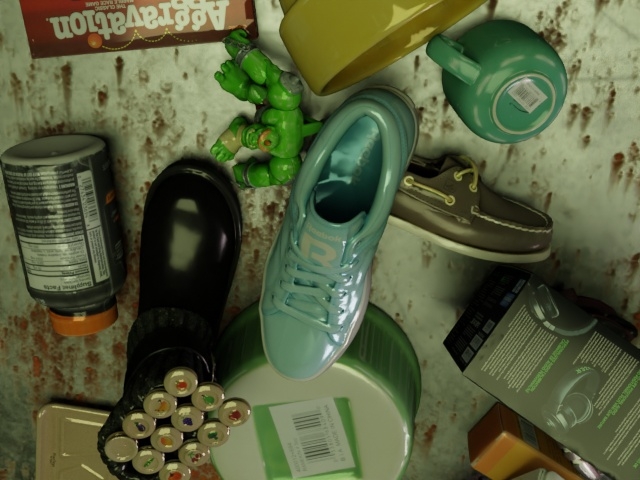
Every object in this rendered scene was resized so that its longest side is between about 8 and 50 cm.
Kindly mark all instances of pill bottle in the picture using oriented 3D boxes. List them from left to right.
[{"bbox_3d":[-0.321,-0.003,1.101,0.131,0.130,0.245,-2,112,5],"label":"pill bottle"}]

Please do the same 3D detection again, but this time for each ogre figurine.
[{"bbox_3d":[-0.067,-0.144,1.031,0.118,0.097,0.197,23,107,37],"label":"ogre figurine"}]

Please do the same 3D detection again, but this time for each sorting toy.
[{"bbox_3d":[-0.319,0.334,1.293,0.208,0.038,0.193,7,113,-4],"label":"sorting toy"}]

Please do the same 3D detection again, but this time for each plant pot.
[{"bbox_3d":[0.042,-0.316,0.898,0.254,0.254,0.239,-30,91,15],"label":"plant pot"}]

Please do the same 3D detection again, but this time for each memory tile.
[{"bbox_3d":[-0.161,0.212,0.968,0.113,0.012,0.148,36,107,-23],"label":"memory tile"}]

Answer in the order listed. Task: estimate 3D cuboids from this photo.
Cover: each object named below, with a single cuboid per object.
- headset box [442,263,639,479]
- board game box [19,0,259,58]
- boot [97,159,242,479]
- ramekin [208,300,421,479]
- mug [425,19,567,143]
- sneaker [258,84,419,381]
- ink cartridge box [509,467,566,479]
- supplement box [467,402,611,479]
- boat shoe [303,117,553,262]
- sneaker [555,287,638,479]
[{"bbox_3d":[0.298,0.162,0.975,0.283,0.246,0.131,35,93,3],"label":"headset box"},{"bbox_3d":[-0.222,-0.301,1.026,0.281,0.027,0.145,-4,113,6],"label":"board game box"},{"bbox_3d":[-0.180,0.098,1.060,0.131,0.260,0.347,7,113,0],"label":"boot"},{"bbox_3d":[-0.012,0.231,1.165,0.304,0.148,0.303,1,112,3],"label":"ramekin"},{"bbox_3d":[0.203,-0.175,0.987,0.158,0.097,0.129,-10,126,-8],"label":"mug"},{"bbox_3d":[0.000,0.000,0.959,0.135,0.150,0.365,19,103,13],"label":"sneaker"},{"bbox_3d":[0.273,0.457,1.204,0.207,0.117,0.283,39,134,-11],"label":"ink cartridge box"},{"bbox_3d":[0.325,0.331,1.223,0.233,0.080,0.078,34,112,-8],"label":"supplement box"},{"bbox_3d":[0.136,-0.061,1.054,0.325,0.116,0.096,18,114,4],"label":"boat shoe"},{"bbox_3d":[0.363,0.186,1.146,0.163,0.106,0.281,-29,107,12],"label":"sneaker"}]
